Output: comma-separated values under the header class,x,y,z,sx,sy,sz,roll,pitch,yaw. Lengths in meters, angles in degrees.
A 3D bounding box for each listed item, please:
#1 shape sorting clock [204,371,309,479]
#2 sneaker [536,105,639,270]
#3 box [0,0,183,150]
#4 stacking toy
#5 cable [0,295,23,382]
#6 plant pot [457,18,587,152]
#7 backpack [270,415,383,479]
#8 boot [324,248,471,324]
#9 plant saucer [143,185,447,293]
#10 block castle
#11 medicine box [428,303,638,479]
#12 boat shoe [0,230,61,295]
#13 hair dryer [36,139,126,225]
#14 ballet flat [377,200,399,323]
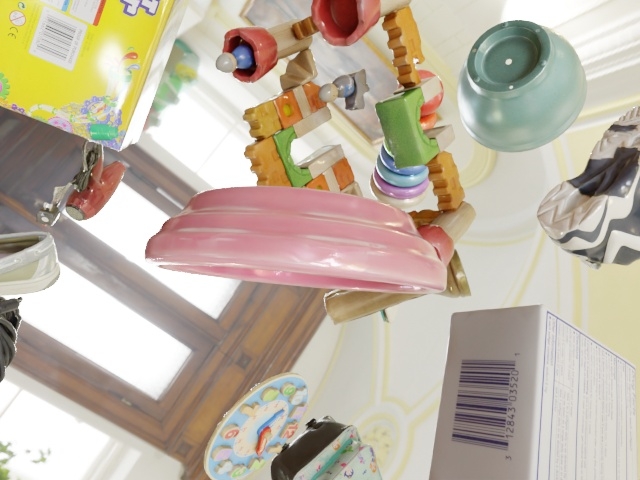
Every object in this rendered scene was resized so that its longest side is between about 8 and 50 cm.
class,x,y,z,sx,sy,sz,roll,pitch,yaw
shape sorting clock,-0.094,0.301,0.780,0.040,0.206,0.206,33,-98,31
sneaker,0.388,-0.056,0.582,0.235,0.153,0.094,-48,-146,4
box,-0.272,-0.285,0.600,0.290,0.177,0.279,-67,-159,7
stacking toy,0.193,-0.217,1.039,0.330,0.141,0.141,94,19,-56
cable,-0.453,0.156,0.619,0.184,0.047,0.150,-63,178,6
plant pot,0.446,-0.375,1.120,0.293,0.196,0.293,-7,-106,28
backpack,0.028,0.563,1.102,0.225,0.253,0.191,-29,-156,-37
boot,0.140,0.102,0.940,0.270,0.089,0.236,-19,175,7
plant saucer,-0.024,0.007,0.560,0.332,0.332,0.084,-11,-108,63
block castle,0.037,-0.155,0.790,0.303,0.453,0.213,1,-148,45
medicine box,0.313,0.264,0.687,0.149,0.289,0.263,-15,-127,50
boat shoe,-0.617,0.037,0.813,0.118,0.320,0.103,-113,-152,-46
hair dryer,-0.520,-0.137,1.134,0.223,0.080,0.293,-51,-167,7
ballet flat,0.186,0.040,1.424,0.139,0.139,0.400,-38,-126,34
